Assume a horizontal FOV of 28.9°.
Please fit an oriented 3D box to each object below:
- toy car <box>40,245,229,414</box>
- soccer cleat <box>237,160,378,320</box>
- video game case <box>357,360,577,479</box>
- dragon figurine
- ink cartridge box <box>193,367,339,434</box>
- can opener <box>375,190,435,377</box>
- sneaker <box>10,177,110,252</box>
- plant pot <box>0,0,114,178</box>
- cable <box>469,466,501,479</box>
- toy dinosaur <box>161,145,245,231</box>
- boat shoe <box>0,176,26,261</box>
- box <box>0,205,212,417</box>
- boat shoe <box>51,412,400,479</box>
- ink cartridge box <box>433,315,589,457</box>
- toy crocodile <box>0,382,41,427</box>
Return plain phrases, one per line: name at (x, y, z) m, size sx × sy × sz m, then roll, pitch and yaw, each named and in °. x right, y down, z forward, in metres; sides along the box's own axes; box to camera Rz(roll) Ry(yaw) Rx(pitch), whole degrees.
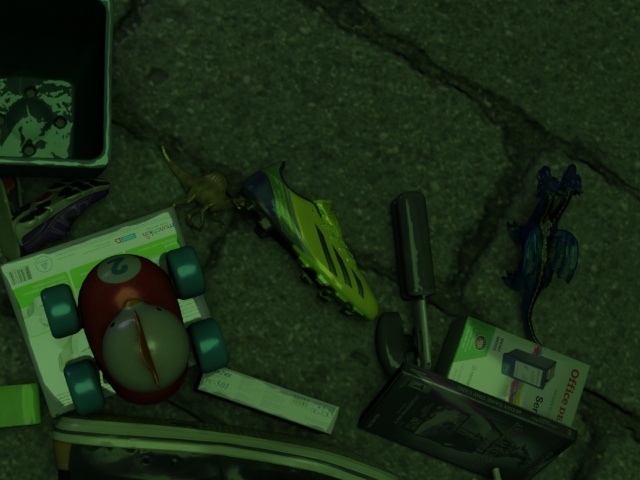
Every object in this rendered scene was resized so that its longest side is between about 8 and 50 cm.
toy car at (-0.237, 0.118, 1.626) m, size 0.219 × 0.238 × 0.210 m, roll -17°, pitch 91°, yaw -12°
soccer cleat at (0.000, -0.001, 1.899) m, size 0.121 × 0.093 × 0.289 m, roll -44°, pitch 90°, yaw -16°
video game case at (0.213, 0.278, 1.842) m, size 0.274 × 0.196 × 0.026 m, roll 23°, pitch 53°, yaw -5°
dragon figurine at (0.345, 0.024, 1.928) m, size 0.085 × 0.144 × 0.289 m, roll 8°, pitch 79°, yaw -8°
ink cartridge box at (-0.082, 0.234, 1.843) m, size 0.207 × 0.097 × 0.046 m, roll 20°, pitch 79°, yaw -7°
can opener at (0.125, 0.068, 1.918) m, size 0.095 × 0.076 × 0.284 m, roll -4°, pitch 80°, yaw -11°
sneaker at (-0.385, -0.041, 1.853) m, size 0.170 × 0.068 × 0.071 m, roll -35°, pitch 129°, yaw -31°
plant pot at (-0.421, -0.201, 1.776) m, size 0.247 × 0.252 × 0.248 m, roll 1°, pitch 81°, yaw -9°
cable at (0.274, 0.494, 1.875) m, size 0.139 × 0.072 × 0.287 m, roll -29°, pitch 87°, yaw -8°
toy dinosaur at (-0.186, -0.068, 1.896) m, size 0.183 × 0.053 × 0.093 m, roll 30°, pitch 86°, yaw 28°
boat shoe at (-0.457, -0.033, 1.850) m, size 0.043 × 0.049 × 0.137 m, roll -15°, pitch 92°, yaw -51°
box at (-0.301, 0.100, 1.797) m, size 0.261 × 0.127 × 0.231 m, roll -20°, pitch 93°, yaw -12°
boat shoe at (-0.137, 0.346, 1.778) m, size 0.499 × 0.187 × 0.156 m, roll 6°, pitch 85°, yaw -4°
ink cartridge box at (0.285, 0.227, 1.911) m, size 0.212 × 0.093 × 0.154 m, roll 23°, pitch 77°, yaw -7°
toy crocodile at (-0.567, 0.240, 1.753) m, size 0.340 × 0.105 × 0.115 m, roll 1°, pitch 81°, yaw -10°
